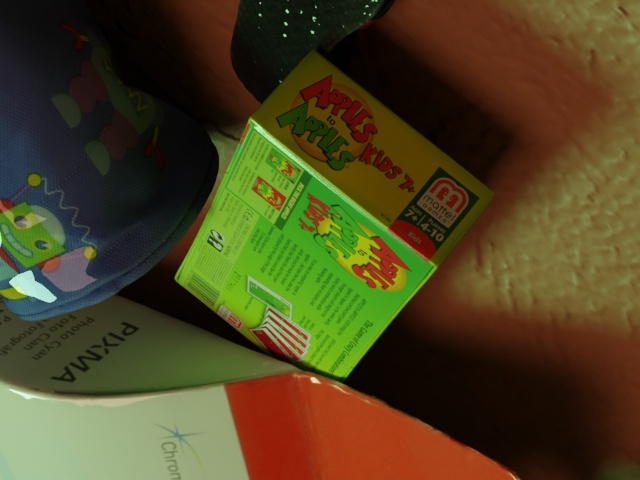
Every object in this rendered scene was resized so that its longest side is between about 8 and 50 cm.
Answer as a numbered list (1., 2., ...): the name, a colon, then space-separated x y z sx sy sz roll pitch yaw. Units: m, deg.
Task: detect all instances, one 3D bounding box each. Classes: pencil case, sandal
1. pencil case: -0.165 -0.113 0.815 0.119 0.133 0.306 -23 114 27
2. sandal: 0.000 -0.103 0.754 0.067 0.040 0.179 43 159 6

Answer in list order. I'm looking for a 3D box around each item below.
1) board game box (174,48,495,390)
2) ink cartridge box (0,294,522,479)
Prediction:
1. board game box: 0.000 0.000 0.819 0.092 0.043 0.181 38 155 3
2. ink cartridge box: -0.055 0.186 0.965 0.385 0.091 0.308 20 135 39
